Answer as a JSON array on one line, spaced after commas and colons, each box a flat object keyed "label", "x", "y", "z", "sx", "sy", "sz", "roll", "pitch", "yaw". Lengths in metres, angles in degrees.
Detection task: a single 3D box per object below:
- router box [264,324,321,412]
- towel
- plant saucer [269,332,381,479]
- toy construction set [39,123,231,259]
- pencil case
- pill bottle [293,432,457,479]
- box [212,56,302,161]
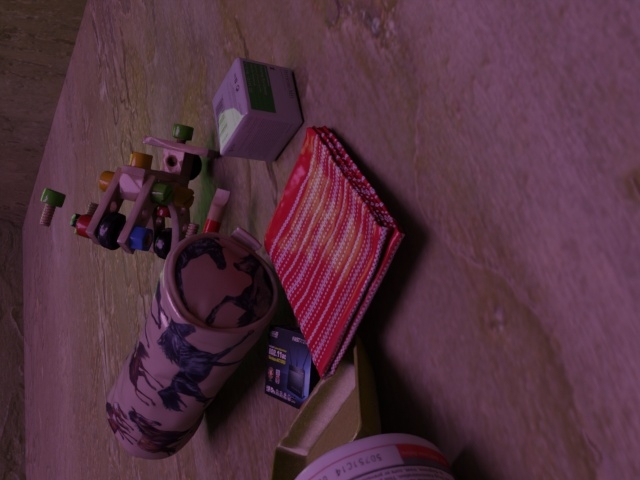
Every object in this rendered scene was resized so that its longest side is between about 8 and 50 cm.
[{"label": "router box", "x": -0.026, "y": 0.158, "z": 0.897, "sx": 0.122, "sy": 0.038, "sz": 0.092, "roll": 1, "pitch": 86, "yaw": 60}, {"label": "towel", "x": 0.000, "y": 0.000, "z": 0.842, "sx": 0.198, "sy": 0.031, "sz": 0.274, "roll": -66, "pitch": 28, "yaw": 24}, {"label": "plant saucer", "x": 0.008, "y": 0.215, "z": 0.744, "sx": 0.188, "sy": 0.045, "sz": 0.188, "roll": -58, "pitch": 10, "yaw": 18}, {"label": "toy construction set", "x": -0.245, "y": -0.082, "z": 1.171, "sx": 0.309, "sy": 0.258, "sz": 0.237, "roll": 17, "pitch": 88, "yaw": 39}, {"label": "pencil case", "x": -0.196, "y": 0.160, "z": 1.053, "sx": 0.183, "sy": 0.160, "sz": 0.410, "roll": -77, "pitch": 15, "yaw": -45}, {"label": "pill bottle", "x": 0.078, "y": 0.306, "z": 0.546, "sx": 0.283, "sy": 0.161, "sz": 0.161, "roll": -116, "pitch": 41, "yaw": -51}, {"label": "box", "x": -0.091, "y": -0.182, "z": 1.011, "sx": 0.102, "sy": 0.087, "sz": 0.101, "roll": -45, "pitch": 48, "yaw": 47}]
